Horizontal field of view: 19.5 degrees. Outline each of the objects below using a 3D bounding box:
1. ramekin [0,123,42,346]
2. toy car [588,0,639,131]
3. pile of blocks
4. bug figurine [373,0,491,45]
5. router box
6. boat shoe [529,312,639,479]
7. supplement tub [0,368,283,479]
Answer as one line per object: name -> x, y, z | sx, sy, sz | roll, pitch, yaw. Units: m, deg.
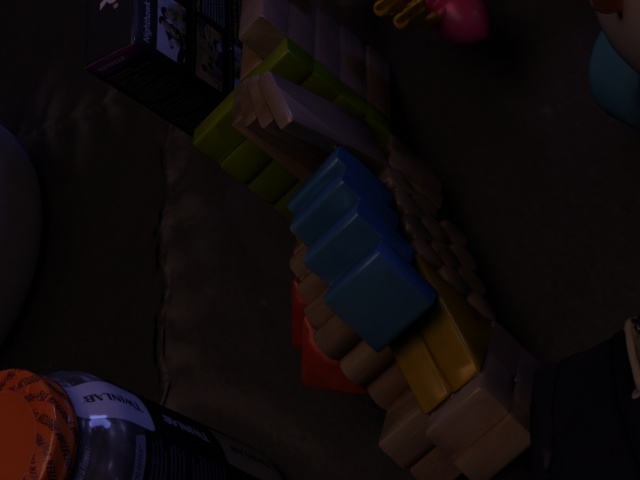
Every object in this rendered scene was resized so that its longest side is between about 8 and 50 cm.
ramekin -> -0.328, 0.003, 1.329 | 0.277, 0.135, 0.277 | -18, 58, 33
toy car -> 0.211, -0.130, 0.870 | 0.210, 0.238, 0.219 | -55, 46, 3
pile of blocks -> 0.000, 0.000, 1.045 | 0.112, 0.149, 0.362 | -44, 46, 22
bug figurine -> 0.075, -0.217, 1.115 | 0.279, 0.072, 0.216 | -36, 56, -8
router box -> -0.093, -0.164, 1.218 | 0.046, 0.133, 0.179 | -21, 55, 30
boat shoe -> 0.189, 0.169, 0.832 | 0.158, 0.127, 0.340 | -32, 43, 32
supplement tub -> -0.115, 0.143, 1.037 | 0.117, 0.190, 0.117 | -19, 57, 32
